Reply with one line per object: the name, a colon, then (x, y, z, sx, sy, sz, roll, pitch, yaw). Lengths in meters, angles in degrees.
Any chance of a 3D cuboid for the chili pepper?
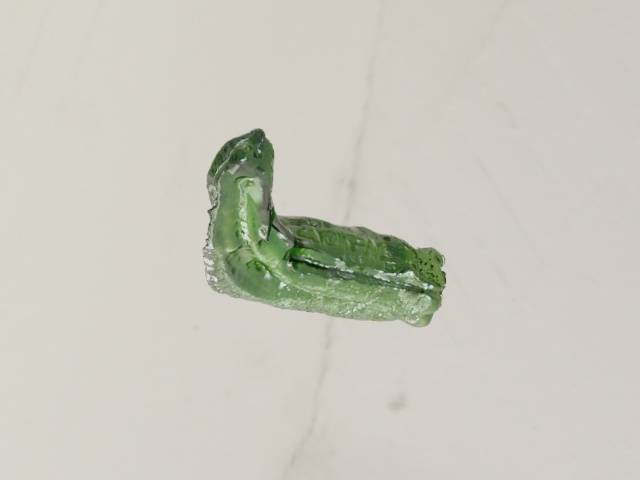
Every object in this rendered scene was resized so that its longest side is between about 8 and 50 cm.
chili pepper: (-0.007, 0.002, 0.475, 0.055, 0.118, 0.035, -37, -132, 18)
